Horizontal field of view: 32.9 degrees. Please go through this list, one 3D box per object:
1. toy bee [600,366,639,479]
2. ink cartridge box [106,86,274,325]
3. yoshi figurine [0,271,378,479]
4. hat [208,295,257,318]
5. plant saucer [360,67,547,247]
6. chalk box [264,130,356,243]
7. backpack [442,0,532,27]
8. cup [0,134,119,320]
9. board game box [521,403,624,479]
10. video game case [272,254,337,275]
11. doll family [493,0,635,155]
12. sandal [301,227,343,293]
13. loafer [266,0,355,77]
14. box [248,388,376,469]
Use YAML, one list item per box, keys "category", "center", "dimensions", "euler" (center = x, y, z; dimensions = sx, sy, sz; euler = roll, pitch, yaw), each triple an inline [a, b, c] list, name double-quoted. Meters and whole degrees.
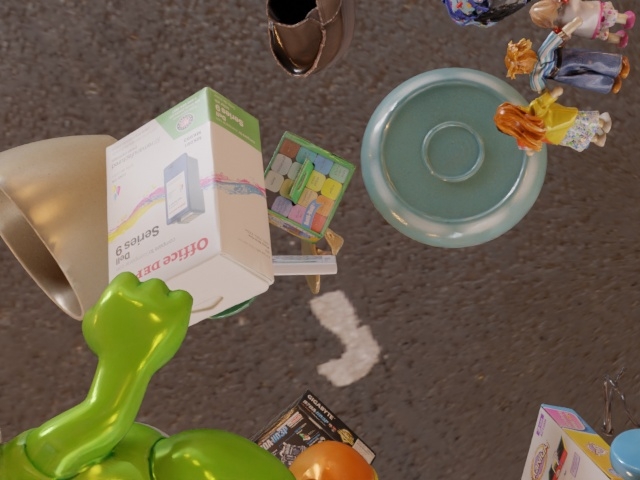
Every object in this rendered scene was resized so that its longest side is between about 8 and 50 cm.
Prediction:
- category: "toy bee"
  center: [0.357, 0.227, 1.041]
  dimensions: [0.162, 0.195, 0.298]
  euler: [2, 49, 13]
- category: "ink cartridge box"
  center: [-0.140, -0.029, 1.138]
  dimensions: [0.154, 0.093, 0.212]
  euler: [-26, 56, 27]
- category: "yoshi figurine"
  center: [-0.159, 0.118, 0.598]
  dimensions: [0.203, 0.362, 0.203]
  euler: [-25, 45, 57]
- category: "hat"
  center: [-0.156, 0.057, 1.847]
  dimensions: [0.173, 0.183, 0.208]
  euler: [10, 71, 11]
- category: "plant saucer"
  center: [0.224, -0.147, 1.833]
  dimensions: [0.317, 0.044, 0.318]
  euler: [-1, 80, 7]
- category: "chalk box"
  center: [-0.030, -0.085, 1.758]
  dimensions: [0.132, 0.213, 0.132]
  euler: [27, 85, -4]
- category: "backpack"
  center: [0.247, -0.421, 1.753]
  dimensions: [0.117, 0.173, 0.158]
  euler: [-13, 88, -17]
- category: "cup"
  center: [-0.433, -0.057, 1.945]
  dimensions: [0.237, 0.331, 0.331]
  euler: [-37, 73, -21]
- category: "board game box"
  center: [0.419, 0.442, 1.801]
  dimensions: [0.064, 0.316, 0.242]
  euler: [10, 101, -11]
- category: "video game case"
  center: [-0.055, 0.035, 1.585]
  dimensions: [0.157, 0.143, 0.019]
  euler: [-1, 94, 0]
- category: "doll family"
  center: [0.320, -0.210, 1.463]
  dimensions: [0.163, 0.118, 0.263]
  euler: [8, 123, -7]
- category: "sandal"
  center: [0.001, -0.005, 1.943]
  dimensions: [0.240, 0.079, 0.088]
  euler: [-111, 22, -46]
- category: "loafer"
  center: [-0.031, -0.332, 1.447]
  dimensions: [0.130, 0.366, 0.134]
  euler: [-35, 74, -21]
- category: "box"
  center: [-0.031, 0.392, 1.963]
  dimensions: [0.175, 0.051, 0.220]
  euler: [43, 128, -2]
